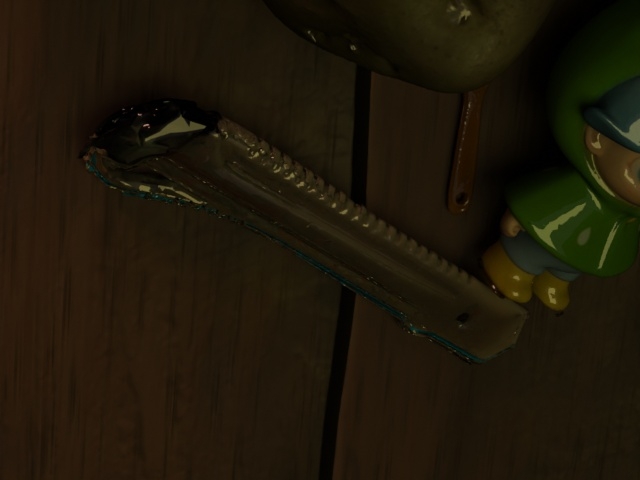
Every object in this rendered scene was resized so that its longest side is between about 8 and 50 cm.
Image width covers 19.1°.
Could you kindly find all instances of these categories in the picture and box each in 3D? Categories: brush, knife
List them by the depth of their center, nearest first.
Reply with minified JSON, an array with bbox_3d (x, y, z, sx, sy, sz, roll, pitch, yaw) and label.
[{"bbox_3d":[0.000,-0.005,1.285,0.365,0.043,0.089,29,133,-30],"label":"knife"},{"bbox_3d":[0.104,-0.096,1.299,0.043,0.014,0.170,-3,113,-21],"label":"brush"}]

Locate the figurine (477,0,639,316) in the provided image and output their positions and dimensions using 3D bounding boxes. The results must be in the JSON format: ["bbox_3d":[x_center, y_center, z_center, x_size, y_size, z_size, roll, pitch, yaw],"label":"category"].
[{"bbox_3d":[0.207,-0.062,1.280,0.162,0.143,0.263,14,125,-38],"label":"figurine"}]

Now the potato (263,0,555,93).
[{"bbox_3d":[0.066,-0.254,1.086,0.221,0.243,0.326,18,105,-3],"label":"potato"}]
